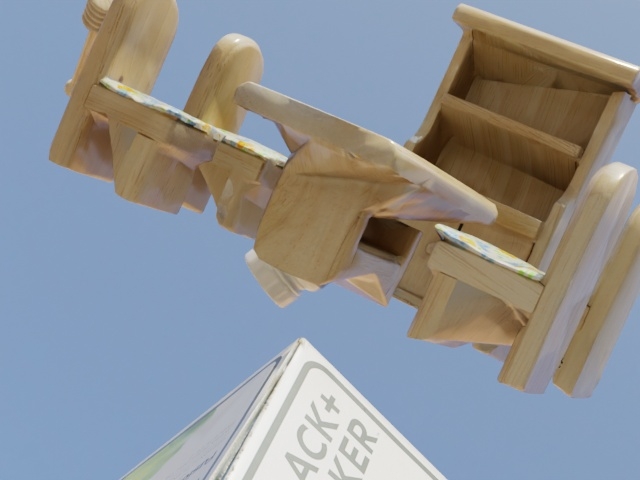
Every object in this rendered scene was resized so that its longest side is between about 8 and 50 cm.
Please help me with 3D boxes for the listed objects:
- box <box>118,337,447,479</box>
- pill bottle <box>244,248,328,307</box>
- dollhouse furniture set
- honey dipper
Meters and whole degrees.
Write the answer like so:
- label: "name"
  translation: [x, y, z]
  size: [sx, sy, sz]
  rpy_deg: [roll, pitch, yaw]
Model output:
- label: "box"
  translation: [0.029, 0.189, 0.400]
  size: [0.290, 0.087, 0.169]
  rpy_deg: [44, -58, -7]
- label: "pill bottle"
  translation: [0.000, 0.000, 1.220]
  size: [0.137, 0.078, 0.078]
  rpy_deg: [-37, -84, 5]
- label: "dollhouse furniture set"
  translation: [0.086, -0.075, 0.940]
  size: [0.362, 0.394, 0.256]
  rpy_deg: [25, -88, 25]
- label: "honey dipper"
  translation: [-0.210, -0.174, 1.143]
  size: [0.030, 0.030, 0.161]
  rpy_deg: [42, -33, -1]
